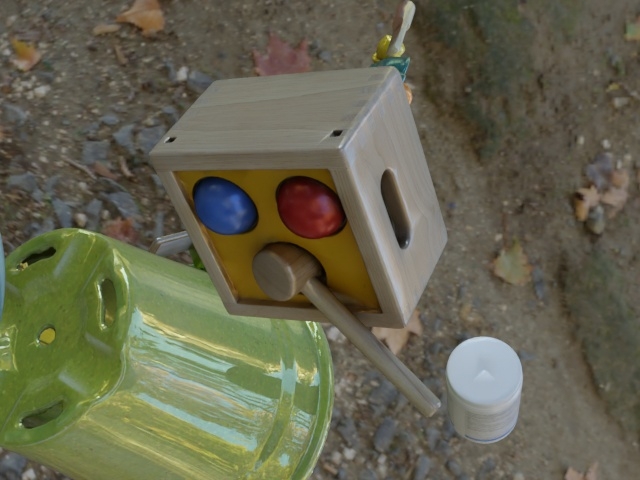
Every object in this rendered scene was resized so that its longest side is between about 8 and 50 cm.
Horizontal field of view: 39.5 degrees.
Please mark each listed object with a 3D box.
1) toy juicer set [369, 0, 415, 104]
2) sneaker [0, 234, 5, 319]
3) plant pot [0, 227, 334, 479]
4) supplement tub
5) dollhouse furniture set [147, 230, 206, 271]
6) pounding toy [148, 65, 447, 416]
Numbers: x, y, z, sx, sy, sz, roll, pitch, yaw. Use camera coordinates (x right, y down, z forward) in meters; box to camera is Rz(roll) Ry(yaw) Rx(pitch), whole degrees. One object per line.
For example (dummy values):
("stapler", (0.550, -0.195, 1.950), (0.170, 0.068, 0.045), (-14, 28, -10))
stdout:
("toy juicer set", (0.125, -0.283, 1.529), (0.089, 0.329, 0.209), (24, 59, -4))
("sneaker", (-0.260, 0.096, 0.514), (0.135, 0.366, 0.150), (41, 45, -13))
("plant pot", (-0.163, 0.116, 0.792), (0.276, 0.276, 0.254), (-61, 146, -8))
("supplement tub", (0.154, 0.144, 0.845), (0.071, 0.071, 0.107), (-43, 153, -17))
("dollhouse furniture set", (-0.151, 0.148, 1.214), (0.151, 0.197, 0.301), (-14, 72, -31))
("pounding toy", (0.000, 0.000, 0.454), (0.100, 0.130, 0.141), (-58, 138, -41))
